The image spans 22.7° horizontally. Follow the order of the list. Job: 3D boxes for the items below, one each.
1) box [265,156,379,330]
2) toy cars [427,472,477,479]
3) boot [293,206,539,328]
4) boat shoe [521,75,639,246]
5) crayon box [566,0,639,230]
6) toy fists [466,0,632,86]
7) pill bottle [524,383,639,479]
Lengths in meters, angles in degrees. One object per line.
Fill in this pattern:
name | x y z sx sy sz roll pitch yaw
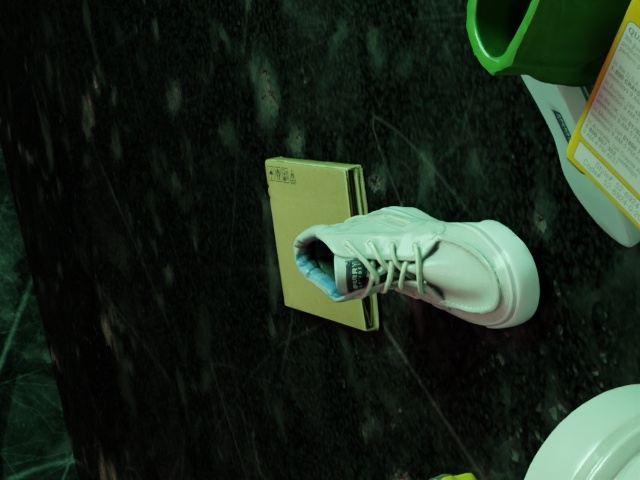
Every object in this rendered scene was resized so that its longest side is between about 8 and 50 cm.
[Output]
box | 0.000 0.000 1.640 0.201 0.021 0.164 12 112 64
toy cars | 0.147 0.363 1.409 0.176 0.087 0.393 -136 37 -66
boot | 0.072 0.029 1.363 0.258 0.123 0.095 15 115 64
boat shoe | 0.205 -0.083 1.099 0.065 0.083 0.183 38 162 56
crayon box | 0.267 -0.096 0.850 0.203 0.083 0.323 50 150 24
toy fists | 0.187 -0.216 0.946 0.096 0.142 0.279 57 138 49
pill bottle | 0.276 0.213 0.893 0.361 0.204 0.204 26 124 61
